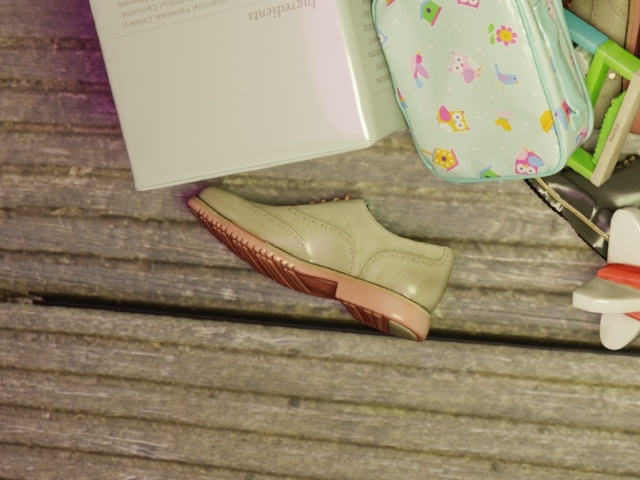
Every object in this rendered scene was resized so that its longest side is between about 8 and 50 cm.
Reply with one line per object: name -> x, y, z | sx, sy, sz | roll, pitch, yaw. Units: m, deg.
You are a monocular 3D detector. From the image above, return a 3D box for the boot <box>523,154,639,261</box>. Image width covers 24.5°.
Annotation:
boot -> 0.355, -0.086, 1.933 | 0.137, 0.077, 0.198 | -45, 79, 5

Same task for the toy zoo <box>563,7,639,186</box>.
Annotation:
toy zoo -> 0.269, -0.220, 1.868 | 0.293, 0.030, 0.192 | 38, 143, 22

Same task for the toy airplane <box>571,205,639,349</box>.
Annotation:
toy airplane -> 0.483, 0.097, 1.745 | 0.384, 0.272, 0.386 | -38, 94, 29

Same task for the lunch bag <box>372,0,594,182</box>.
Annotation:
lunch bag -> 0.202, -0.204, 1.764 | 0.224, 0.108, 0.279 | -4, 118, 36

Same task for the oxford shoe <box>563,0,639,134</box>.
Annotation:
oxford shoe -> 0.350, -0.300, 1.838 | 0.130, 0.123, 0.348 | 3, 107, 22

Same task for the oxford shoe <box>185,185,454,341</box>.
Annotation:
oxford shoe -> 0.000, 0.000, 2.054 | 0.397, 0.140, 0.146 | 26, 79, 17

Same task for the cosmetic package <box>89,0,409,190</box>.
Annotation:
cosmetic package -> -0.075, -0.302, 1.877 | 0.328, 0.329, 0.393 | -10, 98, 20
